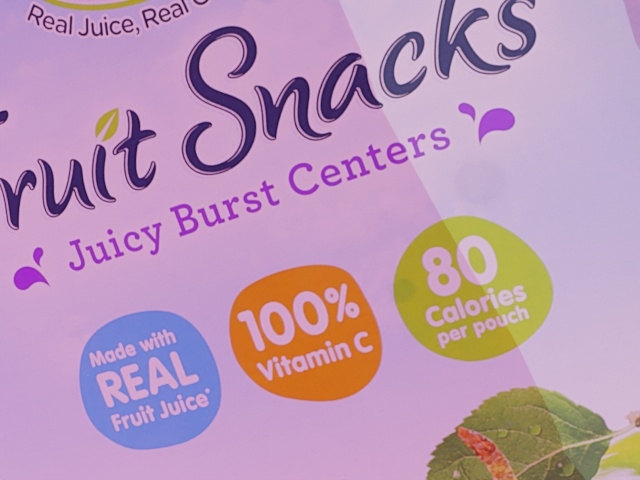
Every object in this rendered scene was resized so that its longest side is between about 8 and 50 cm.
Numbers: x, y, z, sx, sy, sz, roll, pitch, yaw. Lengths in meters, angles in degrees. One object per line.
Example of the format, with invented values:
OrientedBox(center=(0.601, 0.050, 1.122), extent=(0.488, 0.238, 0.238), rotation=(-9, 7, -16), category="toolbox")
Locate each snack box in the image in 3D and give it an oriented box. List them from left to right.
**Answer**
OrientedBox(center=(0.000, 0.000, 0.390), extent=(0.174, 0.070, 0.207), rotation=(-18, 96, 22), category="snack box")
